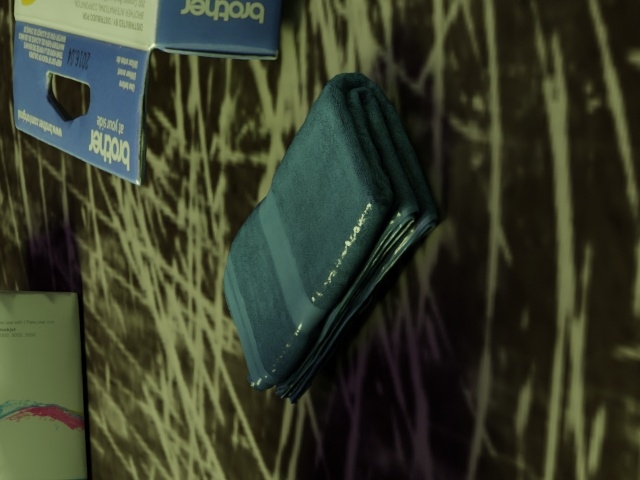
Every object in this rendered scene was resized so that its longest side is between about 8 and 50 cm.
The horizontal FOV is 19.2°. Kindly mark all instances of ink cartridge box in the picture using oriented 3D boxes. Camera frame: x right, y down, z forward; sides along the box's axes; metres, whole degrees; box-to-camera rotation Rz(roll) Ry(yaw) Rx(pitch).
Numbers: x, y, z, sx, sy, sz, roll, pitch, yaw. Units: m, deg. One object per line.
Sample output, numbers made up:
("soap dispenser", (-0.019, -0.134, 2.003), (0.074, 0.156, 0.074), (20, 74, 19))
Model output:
("ink cartridge box", (-0.068, -0.187, 0.768), (0.186, 0.065, 0.311), (21, 106, 63))
("ink cartridge box", (-0.155, 0.089, 0.951), (0.088, 0.052, 0.122), (-16, 77, 62))

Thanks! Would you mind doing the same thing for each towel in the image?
("towel", (0.000, 0.000, 0.671), (0.119, 0.029, 0.067), (-59, 41, 47))
